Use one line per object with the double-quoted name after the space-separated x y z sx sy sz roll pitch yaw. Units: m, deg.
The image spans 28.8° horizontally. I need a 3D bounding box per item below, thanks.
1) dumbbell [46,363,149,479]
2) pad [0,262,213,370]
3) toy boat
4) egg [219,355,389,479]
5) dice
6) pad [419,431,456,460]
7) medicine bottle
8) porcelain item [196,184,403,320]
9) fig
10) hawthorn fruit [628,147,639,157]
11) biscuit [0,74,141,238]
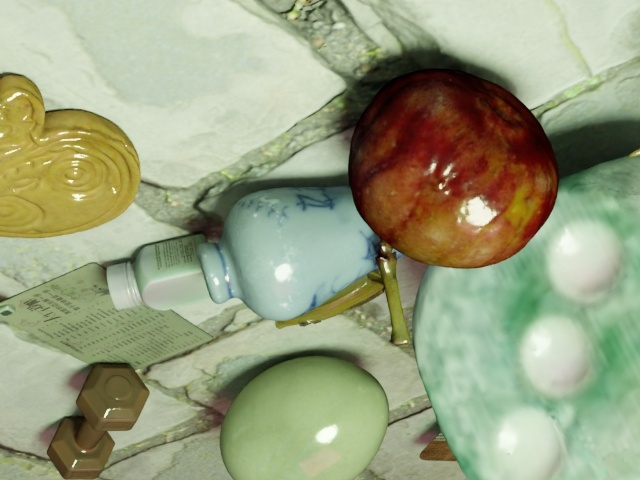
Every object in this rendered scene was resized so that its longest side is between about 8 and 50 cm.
-0.300 0.245 1.663 0.092 0.082 0.231 3 148 -26 "dumbbell"
-0.263 0.106 1.523 0.159 0.009 0.265 -23 148 18 "pad"
0.009 0.074 1.520 0.149 0.047 0.049 -22 148 15 "toy boat"
-0.022 0.252 1.670 0.253 0.186 0.186 -28 145 27 "egg"
0.325 0.123 1.353 0.328 0.348 0.330 -33 162 31 "dice"
0.221 0.288 1.887 0.323 0.055 0.250 -10 147 -46 "pad"
-0.176 0.041 1.397 0.118 0.055 0.074 -14 150 2 "medicine bottle"
0.000 0.000 1.320 0.259 0.141 0.141 -18 150 -5 "porcelain item"
0.104 -0.048 1.217 0.204 0.186 0.249 31 135 -14 "fig"
0.428 -0.146 1.116 0.258 0.258 0.262 -9 161 -4 "hawthorn fruit"
-0.296 -0.076 1.181 0.202 0.044 0.289 -22 150 18 "biscuit"
